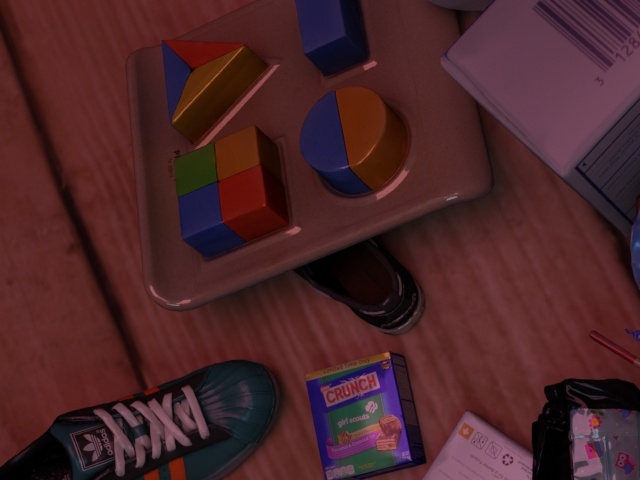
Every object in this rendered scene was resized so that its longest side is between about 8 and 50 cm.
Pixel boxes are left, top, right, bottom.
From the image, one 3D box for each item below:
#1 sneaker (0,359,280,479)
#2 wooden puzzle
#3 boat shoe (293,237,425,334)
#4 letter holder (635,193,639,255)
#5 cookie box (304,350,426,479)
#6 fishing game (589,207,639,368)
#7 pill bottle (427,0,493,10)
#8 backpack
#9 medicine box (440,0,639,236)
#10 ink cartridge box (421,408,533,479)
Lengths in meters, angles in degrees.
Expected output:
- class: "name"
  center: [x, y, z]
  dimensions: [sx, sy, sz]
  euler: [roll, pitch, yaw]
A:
- class: "sneaker"
  center: [-0.183, 0.202, 1.565]
  dimensions: [0.302, 0.121, 0.108]
  euler: [-29, 70, 15]
- class: "wooden puzzle"
  center: [-0.031, -0.128, 1.550]
  dimensions: [0.348, 0.080, 0.322]
  euler: [-19, 56, 16]
- class: "boat shoe"
  center: [0.000, 0.000, 1.556]
  dimensions: [0.233, 0.079, 0.084]
  euler: [39, 97, 26]
- class: "letter holder"
  center: [0.429, 0.063, 1.327]
  dimensions: [0.302, 0.152, 0.214]
  euler: [-5, 79, 21]
- class: "cookie box"
  center: [0.042, 0.168, 1.523]
  dimensions: [0.092, 0.040, 0.107]
  euler: [-17, 72, 19]
- class: "fishing game"
  center: [0.334, 0.004, 1.272]
  dimensions: [0.189, 0.041, 0.264]
  euler: [34, 96, 25]
- class: "pill bottle"
  center: [0.152, -0.395, 1.512]
  dimensions: [0.188, 0.188, 0.333]
  euler: [-7, 77, 21]
- class: "backpack"
  center: [0.235, 0.214, 1.338]
  dimensions: [0.115, 0.152, 0.182]
  euler: [-5, 71, 7]
- class: "medicine box"
  center: [0.274, -0.166, 1.359]
  dimensions: [0.263, 0.289, 0.149]
  euler: [-47, 69, 7]
- class: "ink cartridge box"
  center: [0.160, 0.293, 1.445]
  dimensions: [0.206, 0.045, 0.208]
  euler: [33, 90, 24]
